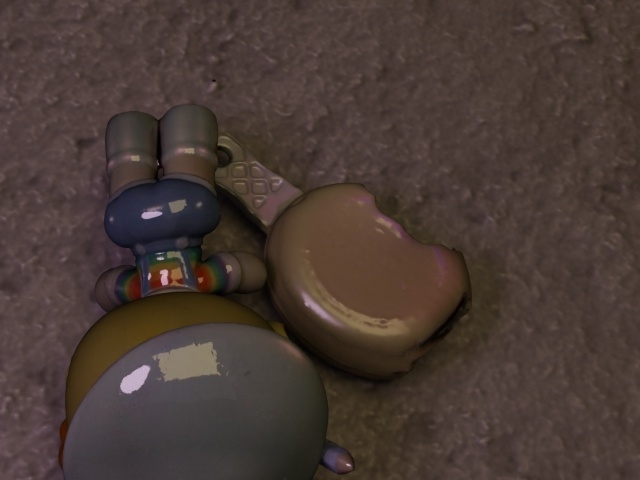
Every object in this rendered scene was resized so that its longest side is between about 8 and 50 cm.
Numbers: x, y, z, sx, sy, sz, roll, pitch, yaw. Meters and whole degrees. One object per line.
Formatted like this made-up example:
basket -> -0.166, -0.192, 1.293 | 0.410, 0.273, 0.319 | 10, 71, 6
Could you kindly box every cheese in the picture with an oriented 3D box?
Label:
cheese -> 0.000, 0.000, 1.499 | 0.286, 0.082, 0.163 | 43, 61, 10

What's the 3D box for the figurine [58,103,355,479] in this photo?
figurine -> -0.138, 0.061, 1.365 | 0.224, 0.205, 0.382 | -20, 65, -5
